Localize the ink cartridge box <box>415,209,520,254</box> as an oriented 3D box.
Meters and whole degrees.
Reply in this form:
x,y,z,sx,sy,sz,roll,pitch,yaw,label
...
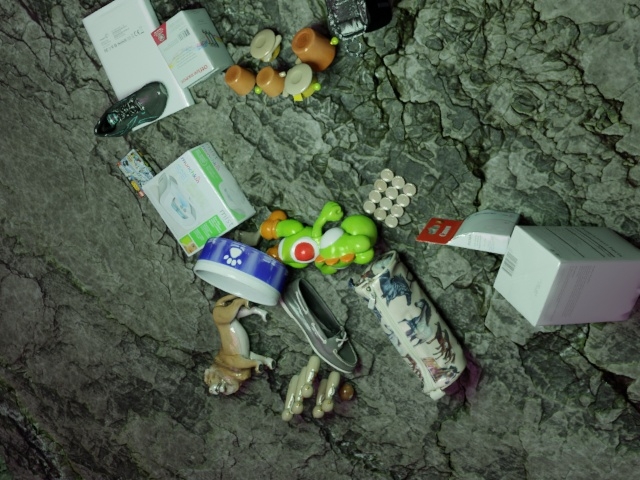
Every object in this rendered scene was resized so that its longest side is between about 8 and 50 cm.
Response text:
x,y,z,sx,sy,sz,roll,pitch,yaw,label
0.381,-0.035,1.753,0.232,0.189,0.066,14,115,19,ink cartridge box

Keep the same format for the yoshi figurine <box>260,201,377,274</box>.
x,y,z,sx,sy,sz,roll,pitch,yaw,label
0.017,-0.003,1.965,0.362,0.203,0.203,5,73,36,yoshi figurine

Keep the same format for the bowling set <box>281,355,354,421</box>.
x,y,z,sx,sy,sz,roll,pitch,yaw,label
0.005,0.487,2.119,0.199,0.154,0.287,19,150,-4,bowling set

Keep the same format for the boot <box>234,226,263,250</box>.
x,y,z,sx,sy,sz,roll,pitch,yaw,label
-0.223,-0.011,2.109,0.086,0.042,0.119,28,119,13,boot

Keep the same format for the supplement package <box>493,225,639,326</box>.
x,y,z,sx,sy,sz,roll,pitch,yaw,label
0.601,0.080,1.632,0.292,0.175,0.178,1,118,-24,supplement package

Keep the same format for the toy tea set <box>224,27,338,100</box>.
x,y,z,sx,sy,sz,roll,pitch,yaw,label
-0.099,-0.459,1.836,0.336,0.124,0.200,12,81,38,toy tea set

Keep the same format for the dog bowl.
x,y,z,sx,sy,sz,roll,pitch,yaw,label
-0.230,0.092,1.998,0.264,0.265,0.104,16,74,16,dog bowl

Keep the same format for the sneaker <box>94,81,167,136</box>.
x,y,z,sx,sy,sz,roll,pitch,yaw,label
-0.559,-0.372,2.015,0.267,0.106,0.101,-29,96,28,sneaker

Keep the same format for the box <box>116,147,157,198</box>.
x,y,z,sx,sy,sz,roll,pitch,yaw,label
-0.578,-0.214,2.185,0.094,0.027,0.137,-34,95,29,box

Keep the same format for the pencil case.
x,y,z,sx,sy,sz,roll,pitch,yaw,label
0.252,0.239,1.925,0.159,0.183,0.410,-27,99,47,pencil case

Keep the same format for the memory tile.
x,y,z,sx,sy,sz,roll,pitch,yaw,label
0.192,-0.118,1.903,0.113,0.012,0.148,33,120,8,memory tile

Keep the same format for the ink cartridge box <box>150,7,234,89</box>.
x,y,z,sx,sy,sz,roll,pitch,yaw,label
-0.353,-0.532,1.900,0.128,0.127,0.176,-23,100,28,ink cartridge box

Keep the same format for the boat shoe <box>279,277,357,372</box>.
x,y,z,sx,sy,sz,roll,pitch,yaw,label
0.007,0.258,2.079,0.335,0.112,0.095,49,125,3,boat shoe

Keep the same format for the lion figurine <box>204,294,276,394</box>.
x,y,z,sx,sy,sz,roll,pitch,yaw,label
-0.284,0.318,2.233,0.240,0.142,0.393,1,97,31,lion figurine

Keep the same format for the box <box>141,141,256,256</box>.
x,y,z,sx,sy,sz,roll,pitch,yaw,label
-0.366,-0.125,2.077,0.231,0.127,0.262,-29,96,32,box

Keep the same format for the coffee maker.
x,y,z,sx,sy,sz,roll,pitch,yaw,label
0.093,-0.545,1.675,0.120,0.178,0.171,12,113,21,coffee maker

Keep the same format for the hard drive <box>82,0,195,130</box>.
x,y,z,sx,sy,sz,roll,pitch,yaw,label
-0.540,-0.530,2.029,0.232,0.047,0.353,-16,103,28,hard drive
